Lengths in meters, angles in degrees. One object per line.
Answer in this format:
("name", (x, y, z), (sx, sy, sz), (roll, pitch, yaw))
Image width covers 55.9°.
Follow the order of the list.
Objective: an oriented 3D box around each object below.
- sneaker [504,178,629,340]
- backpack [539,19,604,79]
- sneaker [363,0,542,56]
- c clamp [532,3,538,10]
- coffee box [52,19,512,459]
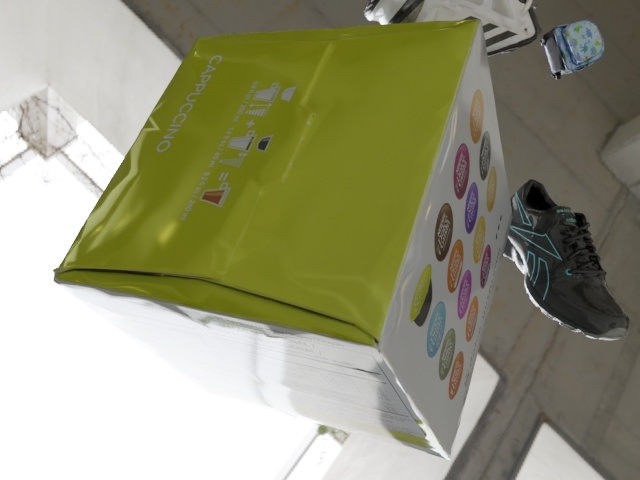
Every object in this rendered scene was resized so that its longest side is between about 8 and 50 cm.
("sneaker", (0.318, 0.020, 0.807), (0.101, 0.106, 0.267), (4, -145, -25))
("backpack", (0.546, -0.414, 1.281), (0.114, 0.084, 0.105), (-23, -86, -20))
("sneaker", (0.303, -0.475, 1.011), (0.257, 0.169, 0.447), (38, -84, -12))
("c clamp", (0.336, -0.443, 1.149), (0.022, 0.137, 0.161), (-16, -116, -25))
("coffee box", (0.000, 0.000, 0.678), (0.338, 0.334, 0.338), (7, -119, 27))
